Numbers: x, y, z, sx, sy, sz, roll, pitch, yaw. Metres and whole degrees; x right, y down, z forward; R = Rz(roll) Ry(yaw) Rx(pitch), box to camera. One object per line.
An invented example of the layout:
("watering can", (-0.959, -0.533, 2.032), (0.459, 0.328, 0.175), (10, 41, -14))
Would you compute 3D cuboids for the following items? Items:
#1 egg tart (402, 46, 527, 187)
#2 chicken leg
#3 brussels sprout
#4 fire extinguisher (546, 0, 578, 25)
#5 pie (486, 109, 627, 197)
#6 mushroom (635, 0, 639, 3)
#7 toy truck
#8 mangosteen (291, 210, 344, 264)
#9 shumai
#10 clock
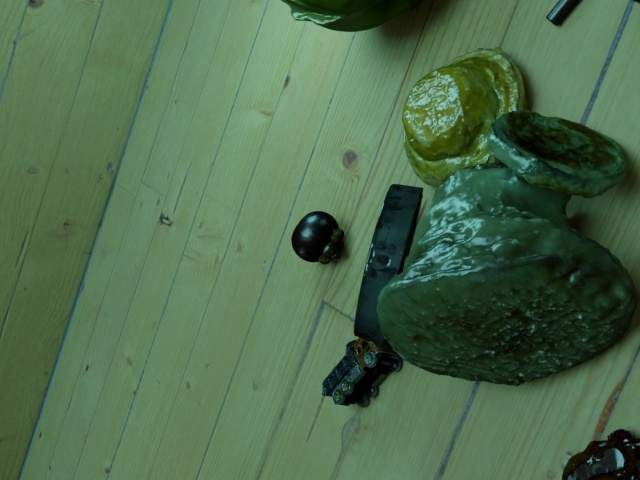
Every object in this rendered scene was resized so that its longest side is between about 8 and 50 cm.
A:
("egg tart", (0.264, -0.256, 1.397), (0.319, 0.128, 0.318), (-23, 59, 45))
("chicken leg", (0.422, 0.368, 1.071), (0.219, 0.048, 0.089), (-50, 42, 28))
("brussels sprout", (0.104, -0.644, 1.541), (0.425, 0.342, 0.361), (-40, 53, -23))
("fire extinguisher", (0.483, -0.480, 1.278), (0.173, 0.035, 0.049), (-52, 6, 27))
("pie", (0.386, -0.147, 1.131), (0.240, 0.241, 0.054), (54, 142, 44))
("mushroom", (0.551, -0.529, 0.975), (0.331, 0.356, 0.334), (-18, 34, 31))
("toy truck", (0.085, 0.281, 1.484), (0.192, 0.083, 0.092), (-54, 38, 26))
("mangosteen", (0.000, 0.000, 1.657), (0.140, 0.140, 0.140), (-19, 64, 47))
("shumai", (0.294, 0.033, 1.158), (0.398, 0.324, 0.323), (-17, 46, 27))
("clock", (0.133, 0.046, 1.345), (0.066, 0.319, 0.318), (13, 89, 9))
